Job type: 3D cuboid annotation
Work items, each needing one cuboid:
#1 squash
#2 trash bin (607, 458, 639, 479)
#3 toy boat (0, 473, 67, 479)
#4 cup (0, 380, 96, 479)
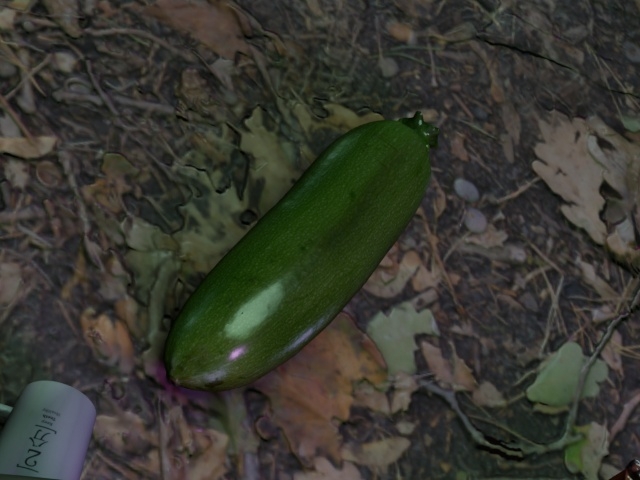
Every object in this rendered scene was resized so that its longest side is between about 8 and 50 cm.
[{"bbox_3d":[0.000,0.000,1.604,0.107,0.107,0.395,45,48,-2],"label":"squash"},{"bbox_3d":[0.207,0.306,1.523,0.239,0.161,0.184,-16,73,-35],"label":"trash bin"},{"bbox_3d":[-0.216,0.231,1.280,0.141,0.269,0.140,15,73,-61],"label":"toy boat"},{"bbox_3d":[-0.226,0.163,1.388,0.104,0.074,0.116,15,50,0],"label":"cup"}]
